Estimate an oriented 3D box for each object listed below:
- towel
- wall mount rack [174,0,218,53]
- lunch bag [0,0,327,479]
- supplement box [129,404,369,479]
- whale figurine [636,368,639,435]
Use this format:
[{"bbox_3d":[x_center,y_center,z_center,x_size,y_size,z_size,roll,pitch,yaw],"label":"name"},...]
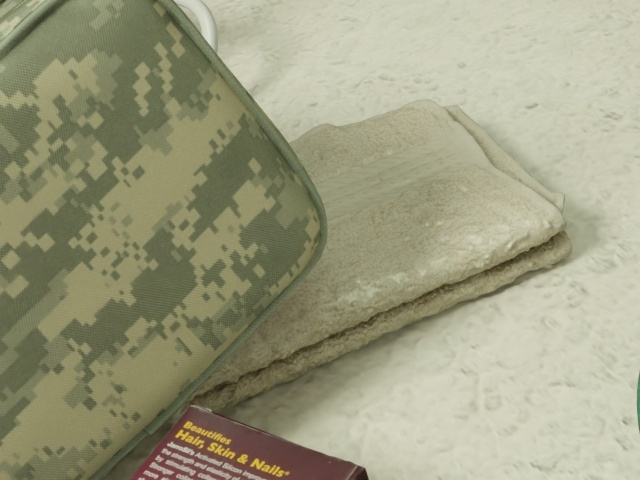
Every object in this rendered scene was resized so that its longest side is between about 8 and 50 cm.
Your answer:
[{"bbox_3d":[0.000,0.000,0.736,0.282,0.049,0.187,-24,38,-11],"label":"towel"},{"bbox_3d":[-0.262,-0.147,0.957,0.350,0.130,0.304,20,87,38],"label":"wall mount rack"},{"bbox_3d":[-0.192,0.005,0.639,0.305,0.212,0.256,-46,26,-13],"label":"lunch bag"},{"bbox_3d":[-0.061,0.175,0.506,0.104,0.081,0.188,13,46,32],"label":"supplement box"},{"bbox_3d":[0.241,0.118,0.466,0.216,0.141,0.272,-21,62,-8],"label":"whale figurine"}]
